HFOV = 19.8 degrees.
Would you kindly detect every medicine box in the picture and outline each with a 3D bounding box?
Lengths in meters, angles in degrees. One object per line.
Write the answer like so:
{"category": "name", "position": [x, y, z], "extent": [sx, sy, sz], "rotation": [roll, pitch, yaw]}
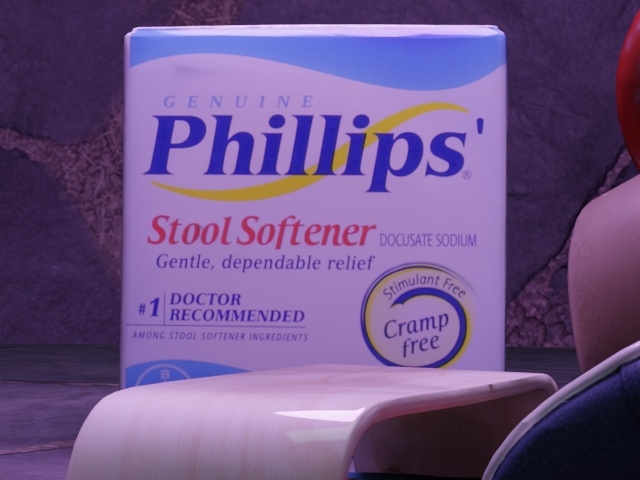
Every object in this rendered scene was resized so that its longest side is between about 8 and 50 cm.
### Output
{"category": "medicine box", "position": [0.000, 0.000, 1.295], "extent": [0.263, 0.289, 0.149], "rotation": [0, -1, 5]}

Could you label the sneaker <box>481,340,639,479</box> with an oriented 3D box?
{"category": "sneaker", "position": [0.180, 0.080, 0.420], "extent": [0.350, 0.131, 0.148], "rotation": [-7, 9, 30]}

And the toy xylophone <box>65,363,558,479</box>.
{"category": "toy xylophone", "position": [0.036, 0.100, 0.783], "extent": [0.236, 0.081, 0.322], "rotation": [0, -1, 33]}

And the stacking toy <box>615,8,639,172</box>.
{"category": "stacking toy", "position": [0.207, 0.015, 0.589], "extent": [0.330, 0.141, 0.141], "rotation": [32, -21, -38]}

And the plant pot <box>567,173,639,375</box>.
{"category": "plant pot", "position": [0.253, 0.033, 0.898], "extent": [0.229, 0.263, 0.263], "rotation": [-14, -6, 24]}
